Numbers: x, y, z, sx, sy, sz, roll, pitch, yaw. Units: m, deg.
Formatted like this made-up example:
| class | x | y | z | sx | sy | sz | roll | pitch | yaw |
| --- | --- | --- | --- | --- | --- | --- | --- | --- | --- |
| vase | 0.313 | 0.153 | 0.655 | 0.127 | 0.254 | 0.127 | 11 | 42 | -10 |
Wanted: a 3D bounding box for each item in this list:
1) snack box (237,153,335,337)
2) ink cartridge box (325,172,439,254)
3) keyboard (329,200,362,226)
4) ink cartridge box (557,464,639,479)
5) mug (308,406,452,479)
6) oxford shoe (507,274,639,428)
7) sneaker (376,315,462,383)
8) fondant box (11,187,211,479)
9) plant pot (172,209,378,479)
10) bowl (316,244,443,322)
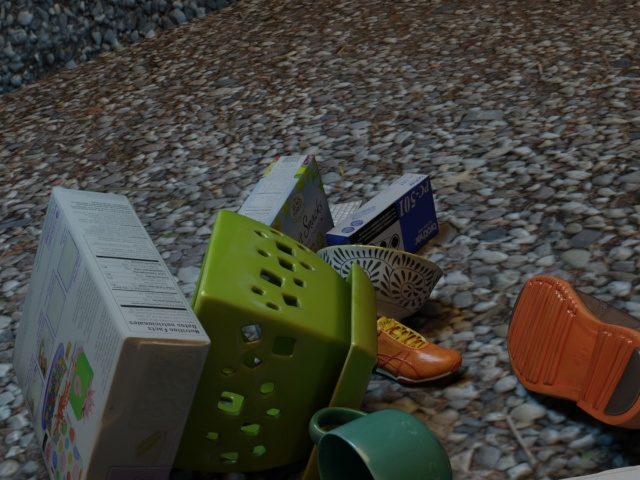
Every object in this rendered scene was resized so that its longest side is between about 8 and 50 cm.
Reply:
| class | x | y | z | sx | sy | sz | roll | pitch | yaw |
| --- | --- | --- | --- | --- | --- | --- | --- | --- | --- |
| snack box | -0.047 | 0.006 | 1.689 | 0.070 | 0.174 | 0.207 | -3 | 31 | 22 |
| ink cartridge box | 0.094 | -0.012 | 1.770 | 0.046 | 0.097 | 0.207 | 8 | 33 | 38 |
| keyboard | 0.000 | 0.000 | 1.890 | 0.072 | 0.014 | 0.256 | -3 | 26 | 20 |
| ink cartridge box | 0.274 | 0.310 | 0.978 | 0.201 | 0.117 | 0.278 | -11 | 25 | 3 |
| mug | 0.066 | 0.223 | 1.223 | 0.097 | 0.158 | 0.129 | -19 | -14 | -27 |
| oxford shoe | 0.321 | 0.134 | 1.374 | 0.132 | 0.130 | 0.364 | 15 | 10 | -18 |
| sneaker | 0.094 | 0.132 | 1.504 | 0.175 | 0.067 | 0.064 | 9 | 31 | 36 |
| fondant box | -0.240 | 0.121 | 1.328 | 0.096 | 0.238 | 0.330 | 7 | 25 | -28 |
| plant pot | -0.054 | 0.128 | 1.371 | 0.207 | 0.227 | 0.228 | 16 | 25 | -5 |
| bowl | 0.072 | 0.068 | 1.600 | 0.170 | 0.080 | 0.170 | 8 | -15 | 2 |
